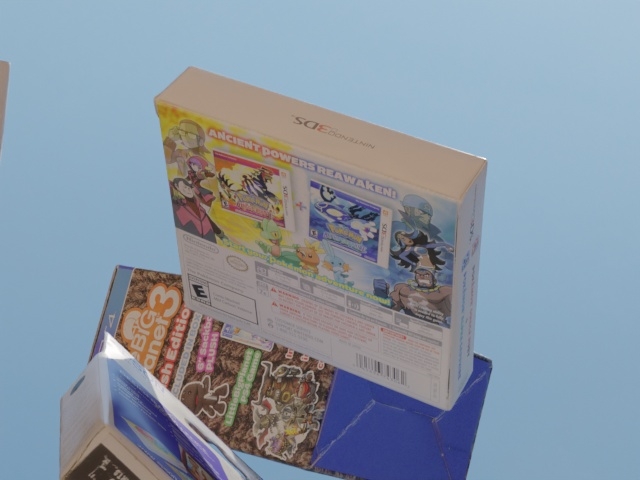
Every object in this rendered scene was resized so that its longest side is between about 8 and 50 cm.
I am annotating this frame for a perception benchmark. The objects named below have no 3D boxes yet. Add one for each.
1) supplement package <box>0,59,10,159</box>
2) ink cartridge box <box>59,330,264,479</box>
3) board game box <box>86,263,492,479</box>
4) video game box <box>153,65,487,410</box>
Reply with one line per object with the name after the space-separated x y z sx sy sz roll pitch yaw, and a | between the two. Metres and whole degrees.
-0.280 -0.035 0.919 0.105 0.179 0.105 11 -131 -17 | supplement package
-0.064 0.156 0.779 0.045 0.206 0.208 -44 -167 1 | ink cartridge box
-0.032 0.133 1.250 0.291 0.232 0.141 7 -102 40 | board game box
0.000 0.000 0.852 0.205 0.187 0.048 20 -129 21 | video game box
